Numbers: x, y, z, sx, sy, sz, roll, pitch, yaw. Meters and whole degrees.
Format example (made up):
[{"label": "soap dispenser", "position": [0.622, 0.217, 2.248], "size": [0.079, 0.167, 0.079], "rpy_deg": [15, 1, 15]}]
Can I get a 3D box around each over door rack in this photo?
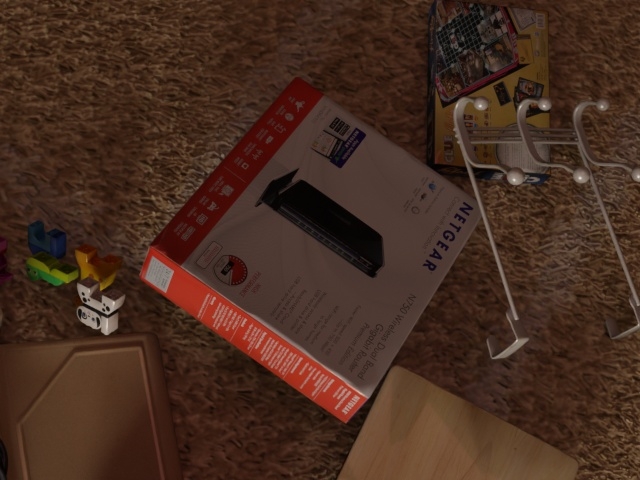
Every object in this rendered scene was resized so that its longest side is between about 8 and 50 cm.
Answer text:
[{"label": "over door rack", "position": [0.305, -0.029, 1.385], "size": [0.239, 0.108, 0.324], "rpy_deg": [-3, 80, -33]}]

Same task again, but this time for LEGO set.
[{"label": "LEGO set", "position": [-0.308, 0.053, 1.324], "size": [0.227, 0.093, 0.087], "rpy_deg": [22, 33, 24]}]

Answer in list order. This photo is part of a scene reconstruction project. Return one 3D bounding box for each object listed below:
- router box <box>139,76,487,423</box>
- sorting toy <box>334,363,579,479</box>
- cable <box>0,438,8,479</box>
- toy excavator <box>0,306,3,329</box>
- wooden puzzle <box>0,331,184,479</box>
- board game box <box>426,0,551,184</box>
[{"label": "router box", "position": [0.000, 0.000, 1.342], "size": [0.301, 0.082, 0.335], "rpy_deg": [34, 55, 2]}, {"label": "sorting toy", "position": [0.137, 0.324, 1.321], "size": [0.255, 0.089, 0.257], "rpy_deg": [28, 73, -1]}, {"label": "cable", "position": [-0.401, 0.224, 1.122], "size": [0.150, 0.047, 0.185], "rpy_deg": [-14, 68, -27]}, {"label": "toy excavator", "position": [-0.438, 0.318, 1.192], "size": [0.445, 0.222, 0.433], "rpy_deg": [-39, 83, -31]}, {"label": "wooden puzzle", "position": [-0.269, 0.221, 1.260], "size": [0.238, 0.044, 0.221], "rpy_deg": [0, 72, -42]}, {"label": "board game box", "position": [0.229, -0.204, 1.507], "size": [0.165, 0.042, 0.243], "rpy_deg": [5, 74, -8]}]
